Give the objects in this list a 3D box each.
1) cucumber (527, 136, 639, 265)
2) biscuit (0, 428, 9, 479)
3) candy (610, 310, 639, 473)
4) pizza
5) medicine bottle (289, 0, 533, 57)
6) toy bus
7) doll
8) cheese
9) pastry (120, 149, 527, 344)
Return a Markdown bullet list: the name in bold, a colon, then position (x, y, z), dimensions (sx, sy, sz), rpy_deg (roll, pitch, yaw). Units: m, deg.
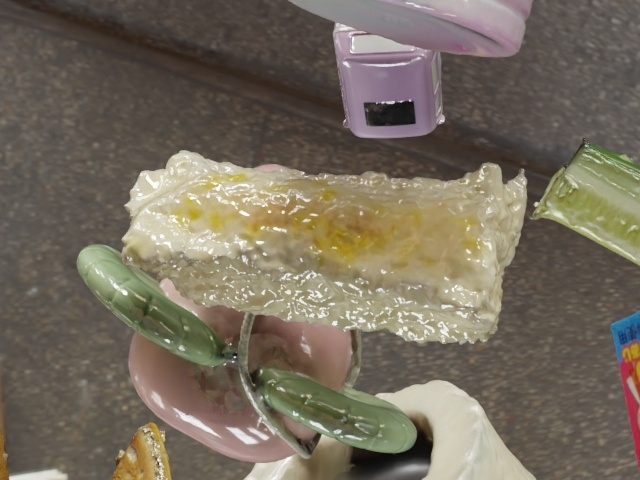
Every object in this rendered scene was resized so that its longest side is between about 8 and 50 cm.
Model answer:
- **cucumber**: position (0.442, -0.012, 1.715), dimensions (0.325, 0.105, 0.145), rpy_deg (31, 116, 8)
- **biscuit**: position (-0.294, 0.200, 0.774), dimensions (0.062, 0.365, 0.385), rpy_deg (-4, 104, 19)
- **candy**: position (0.386, 0.205, 1.301), dimensions (0.157, 0.100, 0.305), rpy_deg (141, 125, -59)
- **pizza**: position (-0.111, 0.158, 0.812), dimensions (0.078, 0.025, 0.083), rpy_deg (-36, 48, 37)
- **medicine bottle**: position (0.078, -0.250, 0.795), dimensions (0.152, 0.152, 0.253), rpy_deg (15, 91, 31)
- **toy bus**: position (0.093, -0.233, 1.823), dimensions (0.142, 0.202, 0.142), rpy_deg (-3, 54, 6)
- **doll**: position (-0.048, 0.059, 1.041), dimensions (0.284, 0.268, 0.216), rpy_deg (28, 95, -6)
- **cheese**: position (0.044, 0.295, 1.309), dimensions (0.332, 0.292, 0.153), rpy_deg (-21, 116, 30)
- **pastry**: position (0.001, 0.004, 0.866), dimensions (0.259, 0.121, 0.089), rpy_deg (2, 130, 10)
